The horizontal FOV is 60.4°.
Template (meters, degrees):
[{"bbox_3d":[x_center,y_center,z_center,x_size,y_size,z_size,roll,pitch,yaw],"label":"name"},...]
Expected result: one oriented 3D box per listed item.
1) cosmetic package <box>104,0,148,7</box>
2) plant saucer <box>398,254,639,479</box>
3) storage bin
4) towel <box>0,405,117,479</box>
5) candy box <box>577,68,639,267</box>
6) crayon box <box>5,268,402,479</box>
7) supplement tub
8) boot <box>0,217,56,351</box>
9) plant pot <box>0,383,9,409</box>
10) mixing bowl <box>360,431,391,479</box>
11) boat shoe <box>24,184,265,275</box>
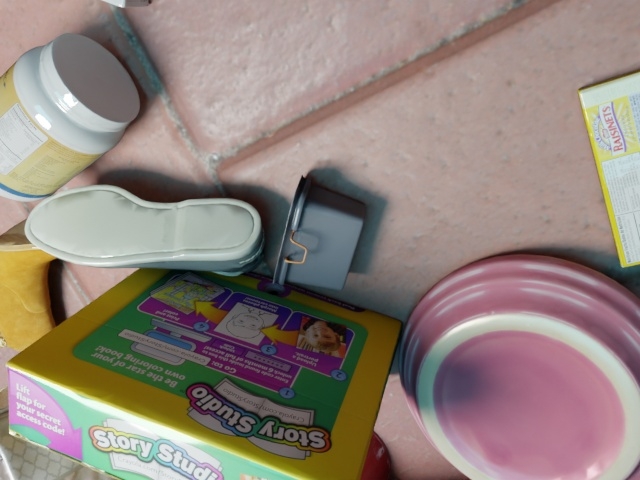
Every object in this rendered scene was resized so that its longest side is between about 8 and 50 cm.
[{"bbox_3d":[-0.316,-0.359,0.651,0.239,0.060,0.099,21,119,8],"label":"cosmetic package"},{"bbox_3d":[0.248,0.185,0.663,0.332,0.084,0.332,9,111,23],"label":"plant saucer"},{"bbox_3d":[0.000,0.000,0.692,0.091,0.098,0.135,15,116,0],"label":"storage bin"},{"bbox_3d":[-0.221,0.304,0.723,0.053,0.331,0.317,-25,88,41],"label":"towel"},{"bbox_3d":[0.351,-0.077,0.580,0.105,0.027,0.206,-14,107,25],"label":"candy box"},{"bbox_3d":[-0.106,0.158,0.662,0.362,0.313,0.106,17,116,10],"label":"crayon box"},{"bbox_3d":[-0.344,-0.153,0.700,0.199,0.144,0.144,-28,102,25],"label":"supplement tub"},{"bbox_3d":[-0.452,0.076,0.867,0.295,0.104,0.211,-5,117,22],"label":"boot"},{"bbox_3d":[-0.318,0.288,0.800,0.215,0.215,0.230,-44,73,27],"label":"plant pot"},{"bbox_3d":[0.010,0.362,0.834,0.181,0.098,0.182,6,113,14],"label":"mixing bowl"},{"bbox_3d":[-0.229,0.000,0.735,0.319,0.116,0.099,2,153,6],"label":"boat shoe"}]
